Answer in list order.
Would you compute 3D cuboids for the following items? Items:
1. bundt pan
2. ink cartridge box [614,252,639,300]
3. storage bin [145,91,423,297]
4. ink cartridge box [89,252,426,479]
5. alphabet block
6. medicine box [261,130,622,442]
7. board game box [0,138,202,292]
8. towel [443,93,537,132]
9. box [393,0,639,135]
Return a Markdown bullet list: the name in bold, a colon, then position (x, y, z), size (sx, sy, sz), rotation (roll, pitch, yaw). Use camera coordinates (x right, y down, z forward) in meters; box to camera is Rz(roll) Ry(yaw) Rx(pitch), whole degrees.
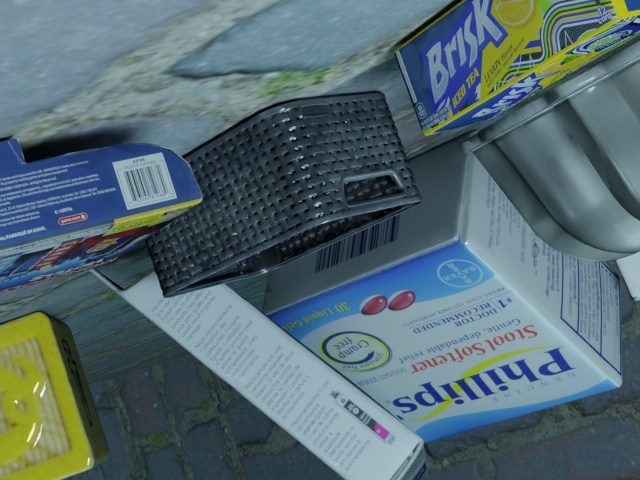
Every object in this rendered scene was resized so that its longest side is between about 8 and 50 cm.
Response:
- **bundt pan**: position (0.264, -0.091, 0.772), size (0.330, 0.124, 0.331), rotation (-28, 179, 0)
- **ink cartridge box**: position (0.344, -0.047, 1.287), size (0.093, 0.213, 0.154), rotation (-21, 174, 13)
- **storage bin**: position (-0.034, -0.031, 0.825), size (0.180, 0.084, 0.122), rotation (-26, 171, 42)
- **ink cartridge box**: position (-0.050, 0.109, 1.034), size (0.071, 0.330, 0.324), rotation (-50, 167, -6)
- **alphabet block**: position (-0.376, 0.208, 1.399), size (0.192, 0.194, 0.197), rotation (-21, 174, -6)
- **medicine box**: position (0.134, 0.063, 1.235), size (0.263, 0.149, 0.289), rotation (-24, 130, 35)
- **board game box**: position (-0.197, -0.002, 0.675), size (0.194, 0.060, 0.194), rotation (-16, 174, -34)
- **towel**: position (0.146, -0.114, 1.010), size (0.083, 0.009, 0.060), rotation (-18, 175, -13)
- **box**: position (0.112, -0.115, 0.638), size (0.054, 0.059, 0.169), rotation (-16, 173, -32)
